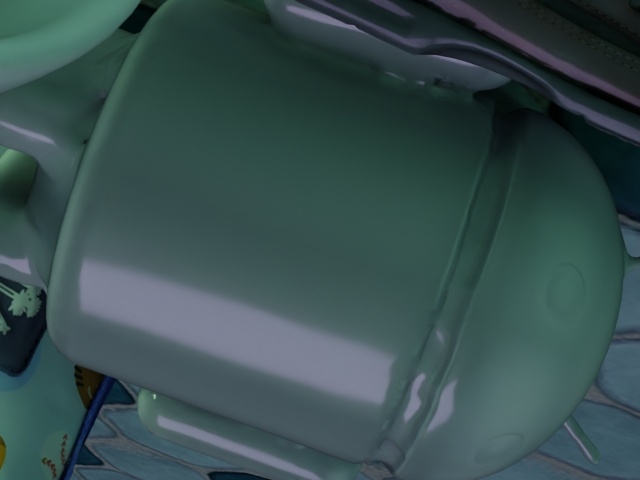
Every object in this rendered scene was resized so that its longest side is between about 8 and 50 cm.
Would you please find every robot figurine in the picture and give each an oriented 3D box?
[{"bbox_3d":[0.000,0.000,0.721,0.353,0.200,0.300,20,123,0],"label":"robot figurine"}]

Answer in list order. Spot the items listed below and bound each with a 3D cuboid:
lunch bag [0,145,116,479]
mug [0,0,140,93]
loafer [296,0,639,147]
[{"bbox_3d":[-0.300,0.014,0.832,0.385,0.328,0.239,21,155,1],"label":"lunch bag"},{"bbox_3d":[-0.271,-0.174,0.434,0.328,0.276,0.374,-18,95,29],"label":"mug"},{"bbox_3d":[0.112,-0.099,0.551,0.302,0.109,0.095,21,113,-5],"label":"loafer"}]
